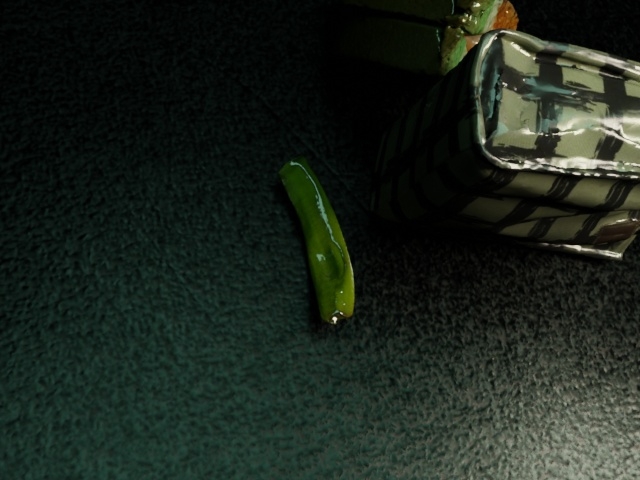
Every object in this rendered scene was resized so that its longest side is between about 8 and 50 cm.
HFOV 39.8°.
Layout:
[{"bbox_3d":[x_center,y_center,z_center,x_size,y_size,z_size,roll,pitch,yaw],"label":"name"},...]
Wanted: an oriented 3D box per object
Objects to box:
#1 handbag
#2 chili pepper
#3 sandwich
[{"bbox_3d":[0.251,-0.081,0.933,0.327,0.325,0.162,12,78,-11],"label":"handbag"},{"bbox_3d":[0.000,0.000,0.989,0.052,0.050,0.201,-16,72,-4],"label":"chili pepper"},{"bbox_3d":[0.120,-0.244,1.042,0.212,0.292,0.109,7,103,-50],"label":"sandwich"}]
